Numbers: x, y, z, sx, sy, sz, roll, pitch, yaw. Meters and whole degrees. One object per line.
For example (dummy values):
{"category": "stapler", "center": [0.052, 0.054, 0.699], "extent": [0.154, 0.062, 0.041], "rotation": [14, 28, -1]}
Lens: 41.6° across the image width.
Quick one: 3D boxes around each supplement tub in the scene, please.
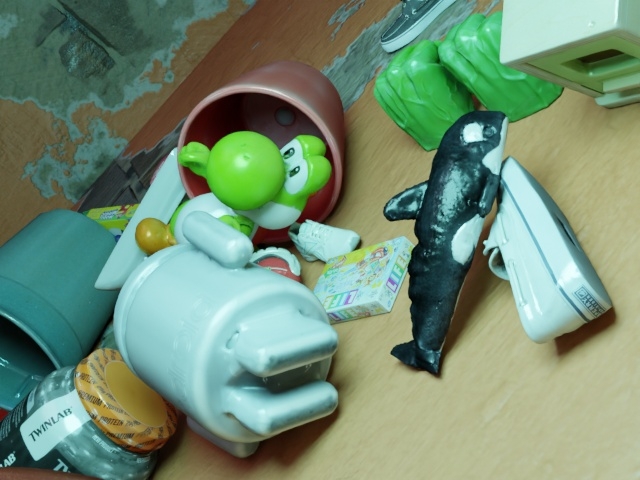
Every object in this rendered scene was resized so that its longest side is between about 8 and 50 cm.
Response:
{"category": "supplement tub", "center": [-0.378, 0.324, 1.205], "extent": [0.338, 0.207, 0.207], "rotation": [-44, 24, 12]}

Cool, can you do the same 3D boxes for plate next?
{"category": "plate", "center": [-0.247, -0.017, 1.496], "extent": [0.278, 0.045, 0.277], "rotation": [-59, -19, 6]}

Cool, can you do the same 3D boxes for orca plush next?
{"category": "orca plush", "center": [0.113, -0.010, 0.903], "extent": [0.151, 0.102, 0.287], "rotation": [-63, -10, -78]}

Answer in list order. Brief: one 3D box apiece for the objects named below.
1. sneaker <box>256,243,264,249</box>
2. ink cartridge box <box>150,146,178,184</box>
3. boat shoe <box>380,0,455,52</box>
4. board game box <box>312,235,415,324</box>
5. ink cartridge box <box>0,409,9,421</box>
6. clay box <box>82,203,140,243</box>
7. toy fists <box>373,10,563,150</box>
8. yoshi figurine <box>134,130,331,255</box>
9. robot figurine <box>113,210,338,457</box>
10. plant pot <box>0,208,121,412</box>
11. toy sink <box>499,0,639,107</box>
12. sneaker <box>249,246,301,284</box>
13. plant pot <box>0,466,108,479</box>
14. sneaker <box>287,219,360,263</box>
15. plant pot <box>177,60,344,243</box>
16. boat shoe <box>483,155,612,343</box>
{"category": "sneaker", "center": [-0.139, -0.008, 1.504], "extent": [0.089, 0.051, 0.170], "rotation": [-35, 22, 28]}
{"category": "ink cartridge box", "center": [-0.209, -0.139, 1.682], "extent": [0.218, 0.158, 0.092], "rotation": [-32, 27, 34]}
{"category": "boat shoe", "center": [0.190, -0.450, 1.576], "extent": [0.228, 0.076, 0.080], "rotation": [-36, 26, 26]}
{"category": "board game box", "center": [0.048, 0.056, 1.103], "extent": [0.154, 0.026, 0.103], "rotation": [-19, 37, 49]}
{"category": "ink cartridge box", "center": [-0.724, 0.361, 1.941], "extent": [0.189, 0.066, 0.232], "rotation": [-25, 28, 42]}
{"category": "clay box", "center": [-0.419, -0.014, 1.822], "extent": [0.222, 0.127, 0.053], "rotation": [-5, 43, 36]}
{"category": "toy fists", "center": [0.190, -0.224, 1.144], "extent": [0.279, 0.142, 0.096], "rotation": [-14, 40, 52]}
{"category": "yoshi figurine", "center": [-0.155, -0.051, 1.235], "extent": [0.362, 0.203, 0.203], "rotation": [-35, 6, 30]}
{"category": "robot figurine", "center": [-0.125, 0.117, 1.039], "extent": [0.353, 0.200, 0.299], "rotation": [19, 110, 50]}
{"category": "plant pot", "center": [-0.581, 0.128, 1.748], "extent": [0.341, 0.341, 0.334], "rotation": [-27, 24, 41]}
{"category": "toy sink", "center": [0.329, -0.226, 0.888], "extent": [0.153, 0.234, 0.131], "rotation": [-5, 77, 57]}
{"category": "sneaker", "center": [-0.138, 0.123, 1.236], "extent": [0.279, 0.107, 0.118], "rotation": [-43, 32, 17]}
{"category": "plant pot", "center": [-0.277, 0.395, 0.884], "extent": [0.236, 0.267, 0.267], "rotation": [-22, 33, 25]}
{"category": "sneaker", "center": [0.000, 0.000, 1.233], "extent": [0.152, 0.061, 0.053], "rotation": [-2, 49, 57]}
{"category": "plant pot", "center": [-0.077, -0.170, 1.408], "extent": [0.275, 0.275, 0.243], "rotation": [-35, 18, 28]}
{"category": "boat shoe", "center": [0.202, 0.001, 0.837], "extent": [0.084, 0.095, 0.258], "rotation": [-39, 22, 19]}
